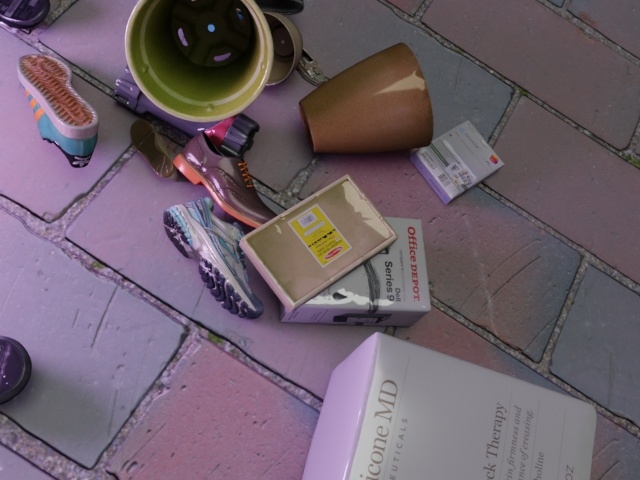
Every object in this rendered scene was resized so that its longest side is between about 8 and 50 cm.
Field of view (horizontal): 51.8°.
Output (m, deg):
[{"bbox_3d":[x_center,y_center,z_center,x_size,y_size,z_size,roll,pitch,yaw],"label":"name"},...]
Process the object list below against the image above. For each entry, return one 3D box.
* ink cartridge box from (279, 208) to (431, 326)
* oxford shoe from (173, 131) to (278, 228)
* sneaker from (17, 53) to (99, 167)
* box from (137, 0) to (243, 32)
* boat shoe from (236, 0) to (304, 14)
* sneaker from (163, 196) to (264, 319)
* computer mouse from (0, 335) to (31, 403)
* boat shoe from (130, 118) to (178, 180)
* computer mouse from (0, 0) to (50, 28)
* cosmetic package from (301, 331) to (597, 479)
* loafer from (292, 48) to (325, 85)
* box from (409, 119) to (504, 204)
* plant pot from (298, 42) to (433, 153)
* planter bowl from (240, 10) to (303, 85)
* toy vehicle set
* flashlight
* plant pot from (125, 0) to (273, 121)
[{"bbox_3d":[0.066,0.058,1.353,0.289,0.121,0.211,3,66,-13],"label":"ink cartridge box"},{"bbox_3d":[-0.174,-0.116,1.350,0.271,0.097,0.098,39,99,4],"label":"oxford shoe"},{"bbox_3d":[-0.541,-0.265,1.340,0.108,0.121,0.302,-12,49,-36],"label":"sneaker"},{"bbox_3d":[-0.295,-0.559,1.548,0.244,0.060,0.100,17,65,-8],"label":"box"},{"bbox_3d":[-0.181,-0.556,1.484,0.306,0.113,0.104,-4,70,-32],"label":"boat shoe"},{"bbox_3d":[-0.187,0.025,1.310,0.122,0.110,0.283,-33,80,-28],"label":"sneaker"},{"bbox_3d":[-0.623,0.211,1.140,0.272,0.072,0.188,12,67,3],"label":"computer mouse"},{"bbox_3d":[-0.350,-0.190,1.394,0.056,0.048,0.153,-38,74,0],"label":"boat shoe"},{"bbox_3d":[-0.692,-0.550,1.442,0.262,0.060,0.184,15,69,4],"label":"computer mouse"},{"bbox_3d":[0.195,0.403,1.132,0.394,0.327,0.329,19,65,-6],"label":"cosmetic package"},{"bbox_3d":[-0.033,-0.423,1.574,0.045,0.039,0.125,-38,82,-26],"label":"loafer"},{"bbox_3d":[0.327,-0.189,1.574,0.186,0.038,0.145,-33,80,-23],"label":"box"},{"bbox_3d":[0.089,-0.286,1.468,0.254,0.237,0.237,-18,73,-4],"label":"plant pot"},{"bbox_3d":[-0.105,-0.448,1.514,0.162,0.162,0.109,41,37,4],"label":"planter bowl"},{"bbox_3d":[0.000,0.000,1.272,0.267,0.035,0.166,-32,78,-24],"label":"toy vehicle set"},{"bbox_3d":[-0.284,-0.282,1.417,0.304,0.103,0.103,30,37,0],"label":"flashlight"},{"bbox_3d":[-0.233,-0.414,1.344,0.276,0.276,0.254,12,27,-10],"label":"plant pot"}]
